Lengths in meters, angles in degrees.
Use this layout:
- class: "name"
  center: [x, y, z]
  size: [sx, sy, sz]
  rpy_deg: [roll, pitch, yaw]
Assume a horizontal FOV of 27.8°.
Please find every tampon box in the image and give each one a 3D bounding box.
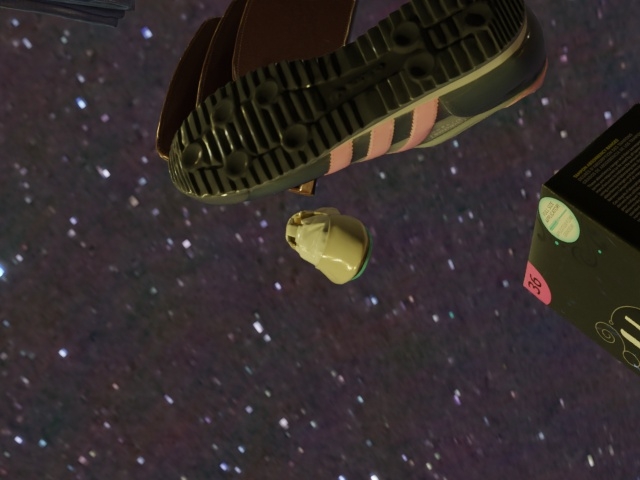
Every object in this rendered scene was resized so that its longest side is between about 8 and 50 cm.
- class: "tampon box"
  center: [0.228, 0.015, 0.841]
  size: [0.101, 0.120, 0.161]
  rpy_deg: [-39, -118, -23]

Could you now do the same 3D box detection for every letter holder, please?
- class: "letter holder"
  center: [-0.077, -0.230, 1.629]
  size: [0.214, 0.152, 0.302]
  rpy_deg: [13, -135, 0]

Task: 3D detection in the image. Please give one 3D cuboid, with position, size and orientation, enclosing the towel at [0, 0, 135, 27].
- class: "towel"
  center: [-0.310, -0.369, 1.233]
  size: [0.040, 0.243, 0.336]
  rpy_deg: [-29, -112, 43]

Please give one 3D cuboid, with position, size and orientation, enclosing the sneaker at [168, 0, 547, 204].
- class: "sneaker"
  center: [0.035, -0.096, 1.045]
  size: [0.319, 0.131, 0.112]
  rpy_deg: [-21, -117, 19]

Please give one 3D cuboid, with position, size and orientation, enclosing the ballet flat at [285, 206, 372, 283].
- class: "ballet flat"
  center: [0.000, 0.000, 1.592]
  size: [0.086, 0.086, 0.248]
  rpy_deg: [-37, -170, -4]
